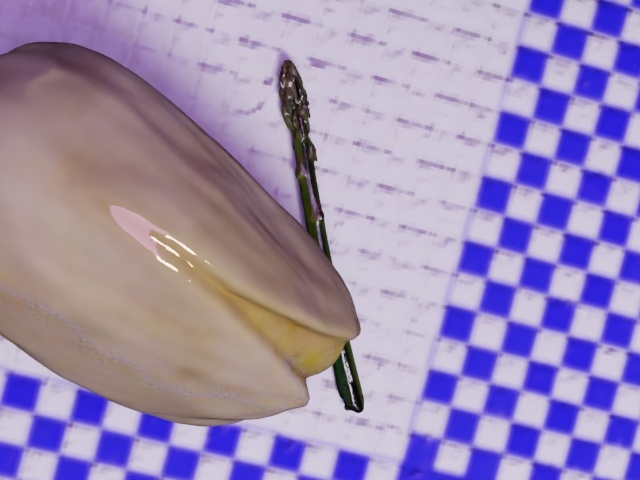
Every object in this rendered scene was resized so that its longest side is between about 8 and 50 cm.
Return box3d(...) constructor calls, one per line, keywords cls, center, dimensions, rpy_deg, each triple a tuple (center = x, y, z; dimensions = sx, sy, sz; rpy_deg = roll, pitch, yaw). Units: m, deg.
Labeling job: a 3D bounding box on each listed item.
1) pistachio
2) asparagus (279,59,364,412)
box3d(cls="pistachio", center=(-0.075, 0.008, 0.675), dimensions=(0.200, 0.145, 0.117), rpy_deg=(43, 87, -20))
box3d(cls="asparagus", center=(0.000, 0.000, 0.755), dimensions=(0.013, 0.016, 0.166), rpy_deg=(-7, 100, 24))
